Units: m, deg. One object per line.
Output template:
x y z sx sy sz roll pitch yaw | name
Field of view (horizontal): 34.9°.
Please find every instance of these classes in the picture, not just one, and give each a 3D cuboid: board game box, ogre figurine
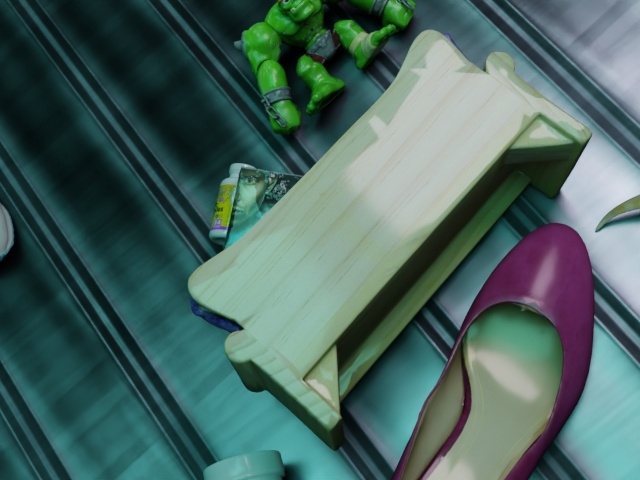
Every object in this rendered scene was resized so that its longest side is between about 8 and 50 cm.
0.000 0.000 1.014 0.186 0.026 0.126 9 74 3 | board game box
-0.006 -0.214 1.081 0.118 0.097 0.197 44 102 6 | ogre figurine

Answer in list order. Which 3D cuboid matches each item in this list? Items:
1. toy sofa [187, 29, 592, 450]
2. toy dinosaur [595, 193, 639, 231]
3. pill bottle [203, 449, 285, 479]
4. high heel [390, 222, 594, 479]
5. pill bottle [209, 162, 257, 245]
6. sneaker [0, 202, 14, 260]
0.060 -0.003 0.922 0.177 0.150 0.362 39 78 14 | toy sofa
0.349 -0.054 0.948 0.183 0.053 0.092 -2 72 14 | toy dinosaur
-0.050 0.287 0.909 0.103 0.103 0.184 -19 68 8 | pill bottle
0.147 0.139 0.865 0.127 0.181 0.377 16 76 19 | high heel
-0.088 -0.037 1.063 0.043 0.043 0.083 6 73 17 | pill bottle
-0.422 -0.060 1.134 0.087 0.092 0.228 -35 68 -1 | sneaker
